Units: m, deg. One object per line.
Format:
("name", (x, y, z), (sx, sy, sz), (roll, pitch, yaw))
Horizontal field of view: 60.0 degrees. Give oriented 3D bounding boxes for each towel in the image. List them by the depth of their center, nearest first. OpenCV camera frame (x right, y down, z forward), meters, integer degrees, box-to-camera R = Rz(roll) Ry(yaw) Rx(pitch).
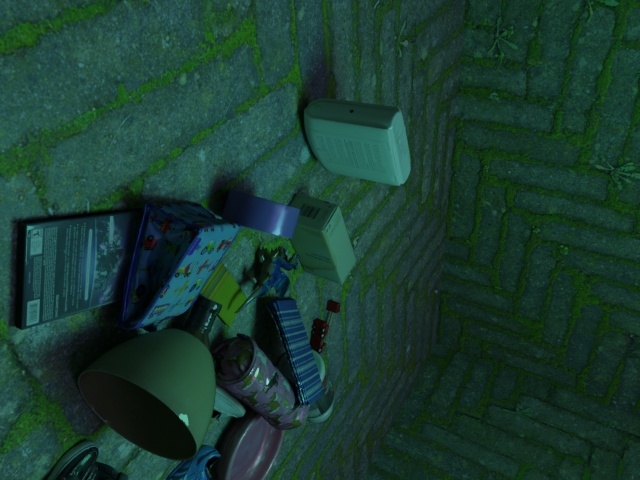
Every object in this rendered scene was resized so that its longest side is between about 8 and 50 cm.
("towel", (-0.269, 0.141, 1.501), (0.102, 0.021, 0.237), (-57, 151, -22))
("towel", (-0.075, 0.342, 1.751), (0.243, 0.040, 0.336), (19, 52, -77))

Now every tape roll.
("tape roll", (-0.151, -0.068, 1.411), (0.189, 0.189, 0.080), (10, 96, -64))

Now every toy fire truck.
("toy fire truck", (0.016, 0.339, 2.156), (0.135, 0.047, 0.192), (-21, 124, -60))

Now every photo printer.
("photo printer", (0.101, -0.293, 1.637), (0.107, 0.307, 0.256), (-60, 149, -27))

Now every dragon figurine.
("dragon figurine", (-0.144, 0.117, 1.622), (0.144, 0.085, 0.289), (59, 39, -43))

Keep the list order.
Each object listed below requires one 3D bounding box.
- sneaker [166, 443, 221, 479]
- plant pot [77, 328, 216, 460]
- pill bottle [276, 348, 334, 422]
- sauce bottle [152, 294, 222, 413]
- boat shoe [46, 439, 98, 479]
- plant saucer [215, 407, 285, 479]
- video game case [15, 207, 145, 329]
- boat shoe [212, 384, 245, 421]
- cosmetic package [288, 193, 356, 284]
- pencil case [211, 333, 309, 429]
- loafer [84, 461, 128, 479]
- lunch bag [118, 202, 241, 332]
("sneaker", (-0.365, 0.667, 1.558), (0.209, 0.082, 0.069), (-45, 145, -42))
("plant pot", (-0.335, 0.302, 1.184), (0.191, 0.284, 0.284), (-56, 150, -44))
("pill bottle", (-0.044, 0.538, 2.008), (0.176, 0.176, 0.318), (-57, 150, -30))
("sauce bottle", (-0.340, 0.302, 1.349), (0.344, 0.111, 0.111), (-68, 154, -10))
("boat shoe", (-0.533, 0.521, 1.137), (0.228, 0.076, 0.080), (-48, 145, -41))
("plant saucer", (-0.235, 0.685, 1.824), (0.332, 0.084, 0.332), (-42, 141, -46))
("video game case", (-0.451, 0.044, 1.070), (0.274, 0.026, 0.196), (-17, 120, -61))
("boat shoe", (-0.294, 0.474, 1.600), (0.081, 0.079, 0.227), (-52, 144, -20))
("cosmetic package", (0.000, 0.000, 1.791), (0.113, 0.160, 0.309), (-58, 150, -26))
("pencil case", (-0.170, 0.424, 1.623), (0.386, 0.160, 0.167), (55, 29, -44))
("loafer", (-0.544, 0.624, 1.188), (0.302, 0.095, 0.109), (-57, -168, -27))
("lunch bag", (-0.320, 0.074, 1.223), (0.293, 0.138, 0.221), (-67, 168, 9))
